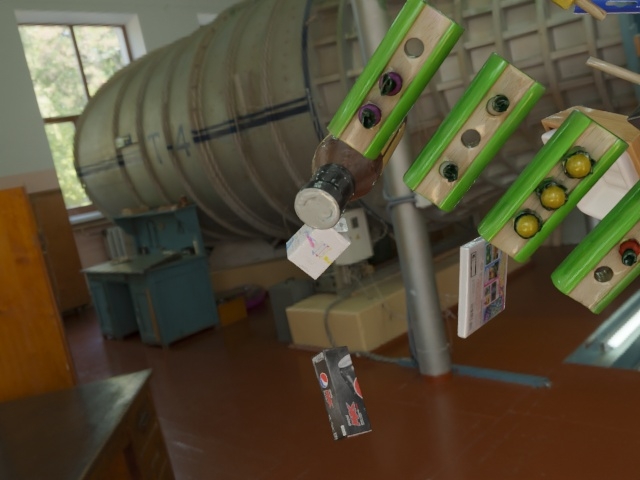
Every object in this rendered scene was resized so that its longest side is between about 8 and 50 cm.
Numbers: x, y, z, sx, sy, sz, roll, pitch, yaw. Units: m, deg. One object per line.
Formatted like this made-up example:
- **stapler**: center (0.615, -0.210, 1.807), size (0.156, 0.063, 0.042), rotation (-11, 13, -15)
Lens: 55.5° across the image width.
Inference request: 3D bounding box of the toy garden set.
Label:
- **toy garden set**: center (0.155, -0.085, 0.394), size (0.203, 0.244, 0.049), rotation (-55, 3, 24)

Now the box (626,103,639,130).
- **box**: center (0.569, -0.224, 0.780), size (0.270, 0.143, 0.165), rotation (-50, 1, 5)

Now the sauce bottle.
- **sauce bottle**: center (0.052, -0.137, 0.978), size (0.112, 0.111, 0.344), rotation (-7, 28, 27)

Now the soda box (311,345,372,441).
- **soda box**: center (0.040, 0.292, 1.167), size (0.060, 0.168, 0.053), rotation (-4, -25, -30)

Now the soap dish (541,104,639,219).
- **soap dish**: center (0.625, -0.152, 1.299), size (0.118, 0.291, 0.229), rotation (-47, 33, -3)

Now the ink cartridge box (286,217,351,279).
- **ink cartridge box**: center (0.000, 0.000, 1.435), size (0.143, 0.090, 0.092), rotation (-47, 20, 14)

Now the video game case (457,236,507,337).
- **video game case**: center (0.273, 0.066, 1.017), size (0.019, 0.157, 0.143), rotation (13, 23, 40)

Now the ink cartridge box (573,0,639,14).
- **ink cartridge box**: center (0.593, -0.560, 1.161), size (0.166, 0.065, 0.332), rotation (8, 59, 23)
